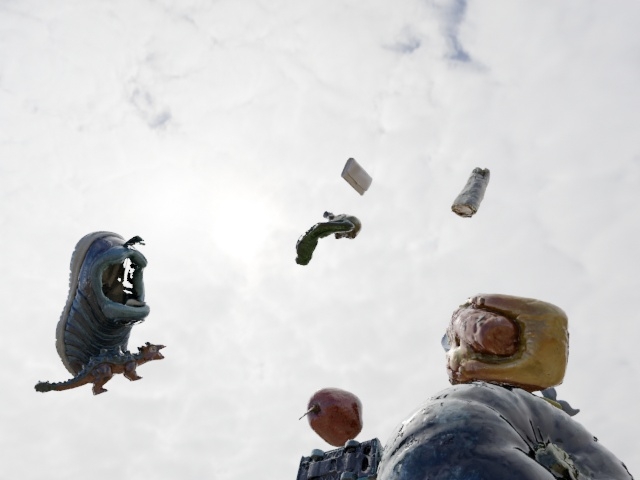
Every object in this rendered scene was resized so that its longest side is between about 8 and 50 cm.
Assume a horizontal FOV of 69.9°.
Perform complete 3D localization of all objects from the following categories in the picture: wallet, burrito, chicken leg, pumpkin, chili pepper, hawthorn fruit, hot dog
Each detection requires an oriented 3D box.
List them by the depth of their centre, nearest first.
[{"bbox_3d":[0.161,0.231,0.381,0.233,0.233,0.162,17,-66,-24],"label":"pumpkin"},{"bbox_3d":[0.278,0.169,0.729,0.153,0.150,0.256,11,-19,13],"label":"hot dog"},{"bbox_3d":[-0.002,-0.006,1.165,0.182,0.050,0.073,-37,-85,23],"label":"chili pepper"},{"bbox_3d":[0.096,-0.165,1.196,0.122,0.025,0.061,33,-96,-55],"label":"wallet"},{"bbox_3d":[0.048,-0.048,1.255,0.093,0.178,0.070,-15,-66,-18],"label":"chicken leg"},{"bbox_3d":[0.428,-0.134,1.287,0.087,0.226,0.060,-25,-70,46],"label":"burrito"},{"bbox_3d":[0.021,0.482,1.288,0.204,0.162,0.163,35,-59,-25],"label":"hawthorn fruit"}]

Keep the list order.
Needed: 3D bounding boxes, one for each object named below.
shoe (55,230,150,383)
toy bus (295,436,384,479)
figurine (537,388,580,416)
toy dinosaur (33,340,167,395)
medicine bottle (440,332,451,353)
[{"bbox_3d":[-0.280,0.090,0.608,0.106,0.207,0.092,9,2,34],"label":"shoe"},{"bbox_3d":[0.045,0.400,0.773,0.160,0.079,0.091,-27,-68,23],"label":"toy bus"},{"bbox_3d":[0.404,0.357,0.878,0.209,0.128,0.183,-39,-13,-15],"label":"figurine"},{"bbox_3d":[-0.268,0.162,0.571,0.154,0.055,0.049,-12,-8,-32],"label":"toy dinosaur"},{"bbox_3d":[0.454,0.359,1.318,0.139,0.139,0.225,-28,-77,18],"label":"medicine bottle"}]
